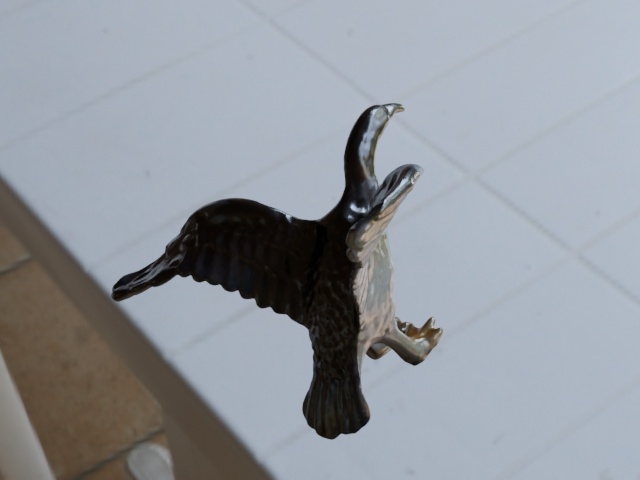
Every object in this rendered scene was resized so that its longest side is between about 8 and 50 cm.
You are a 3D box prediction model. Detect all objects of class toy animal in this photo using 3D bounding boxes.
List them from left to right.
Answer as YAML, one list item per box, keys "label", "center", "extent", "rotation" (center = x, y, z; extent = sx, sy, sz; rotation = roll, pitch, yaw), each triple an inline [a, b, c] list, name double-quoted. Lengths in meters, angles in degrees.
- label: "toy animal"
  center: [0.010, 0.008, 0.820]
  extent: [0.273, 0.160, 0.197]
  rotation: [-5, 33, 44]
